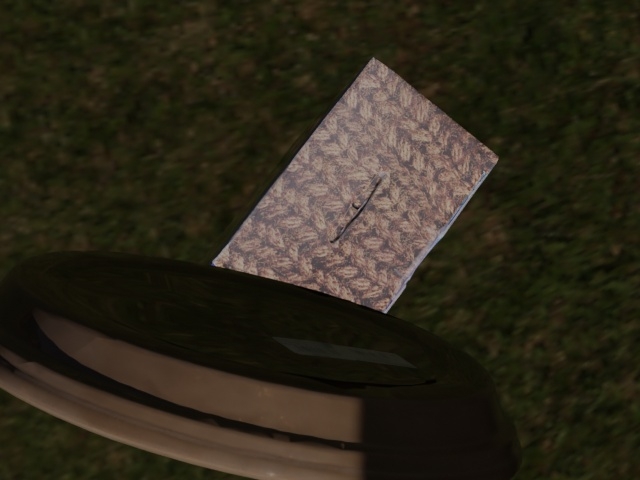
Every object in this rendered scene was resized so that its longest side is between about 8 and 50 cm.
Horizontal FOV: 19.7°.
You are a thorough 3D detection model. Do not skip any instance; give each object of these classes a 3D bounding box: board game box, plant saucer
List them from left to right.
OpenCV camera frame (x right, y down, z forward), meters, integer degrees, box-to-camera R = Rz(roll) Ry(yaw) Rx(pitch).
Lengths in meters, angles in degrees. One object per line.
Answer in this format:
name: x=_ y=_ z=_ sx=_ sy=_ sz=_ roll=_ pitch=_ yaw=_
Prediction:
plant saucer: x=-0.034 y=0.056 z=0.881 sx=0.278 sy=0.278 sz=0.041 roll=19 pitch=100 yaw=28
board game box: x=0.000 y=0.000 z=1.654 sx=0.141 sy=0.232 sz=0.291 roll=39 pitch=163 yaw=-4
